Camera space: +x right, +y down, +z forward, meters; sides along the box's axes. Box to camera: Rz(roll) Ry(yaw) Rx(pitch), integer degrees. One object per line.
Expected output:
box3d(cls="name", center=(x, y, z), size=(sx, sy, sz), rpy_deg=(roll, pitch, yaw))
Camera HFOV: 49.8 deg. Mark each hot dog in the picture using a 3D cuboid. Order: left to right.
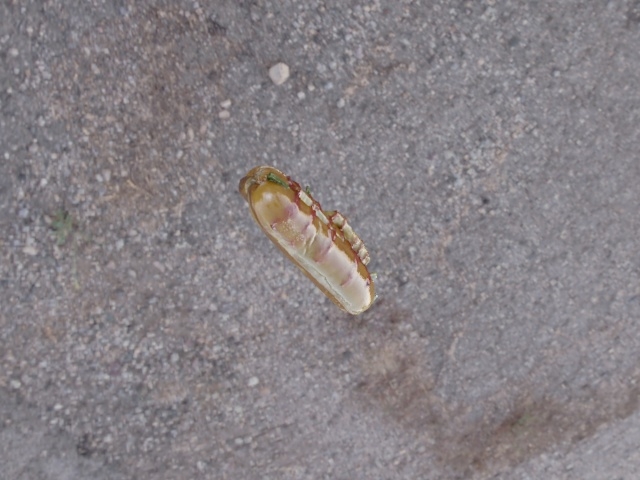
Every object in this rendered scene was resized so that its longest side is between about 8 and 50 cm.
box3d(cls="hot dog", center=(0.000, 0.000, 0.802), size=(0.076, 0.104, 0.250), rpy_deg=(-39, 128, 8))
